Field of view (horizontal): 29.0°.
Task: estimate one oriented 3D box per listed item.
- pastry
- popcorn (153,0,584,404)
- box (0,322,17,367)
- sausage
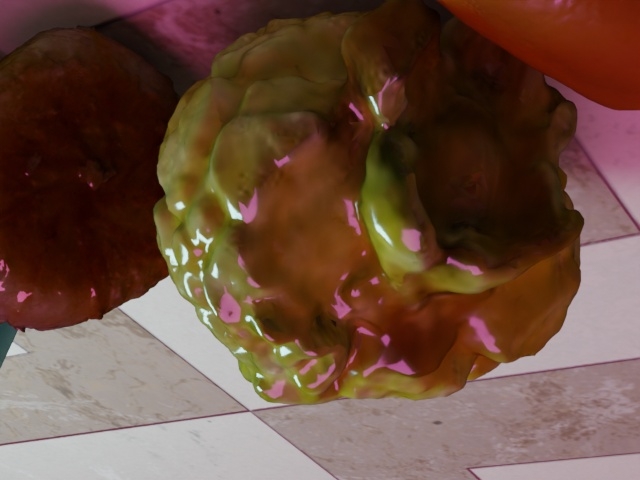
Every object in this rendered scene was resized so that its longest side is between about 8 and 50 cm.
[{"bbox_3d":[-0.167,-0.041,0.812,0.093,0.192,0.182,7,124,56],"label":"pastry"},{"bbox_3d":[0.034,-0.023,0.753,0.258,0.224,0.270,-13,133,12],"label":"popcorn"},{"bbox_3d":[-0.304,0.014,0.838,0.118,0.311,0.205,-5,142,35],"label":"box"},{"bbox_3d":[0.114,-0.149,0.650,0.238,0.098,0.098,30,144,-19],"label":"sausage"}]
